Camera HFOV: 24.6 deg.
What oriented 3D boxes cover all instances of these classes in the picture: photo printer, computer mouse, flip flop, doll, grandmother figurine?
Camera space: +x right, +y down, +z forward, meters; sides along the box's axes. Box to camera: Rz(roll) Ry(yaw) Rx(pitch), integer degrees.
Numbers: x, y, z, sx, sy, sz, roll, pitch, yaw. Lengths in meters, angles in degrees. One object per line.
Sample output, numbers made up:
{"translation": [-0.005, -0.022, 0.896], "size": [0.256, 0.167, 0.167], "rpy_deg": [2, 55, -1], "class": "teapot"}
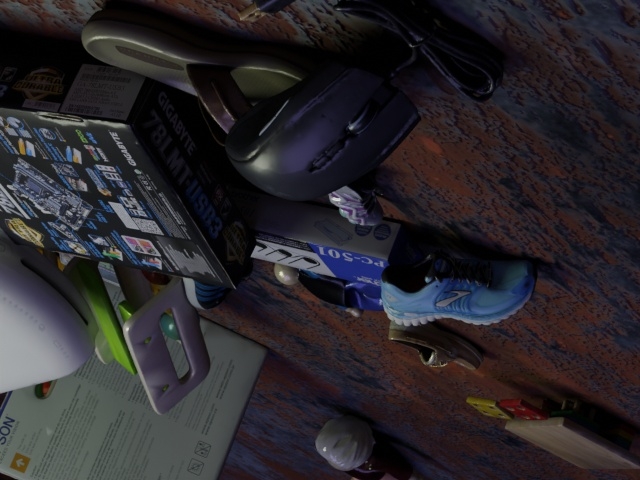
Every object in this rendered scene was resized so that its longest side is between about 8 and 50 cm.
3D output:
{"translation": [-0.437, 0.090, 1.749], "size": [0.307, 0.107, 0.256], "rpy_deg": [-15, 140, 22], "class": "photo printer"}
{"translation": [-0.008, -0.108, 1.121], "size": [0.184, 0.060, 0.262], "rpy_deg": [35, 138, -31], "class": "computer mouse"}
{"translation": [-0.083, -0.123, 1.252], "size": [0.277, 0.080, 0.112], "rpy_deg": [19, 162, 10], "class": "flip flop"}
{"translation": [0.031, 0.054, 1.676], "size": [0.189, 0.046, 0.129], "rpy_deg": [14, 159, 24], "class": "doll"}
{"translation": [0.075, 0.377, 2.465], "size": [0.208, 0.104, 0.342], "rpy_deg": [5, 160, 21], "class": "grandmother figurine"}

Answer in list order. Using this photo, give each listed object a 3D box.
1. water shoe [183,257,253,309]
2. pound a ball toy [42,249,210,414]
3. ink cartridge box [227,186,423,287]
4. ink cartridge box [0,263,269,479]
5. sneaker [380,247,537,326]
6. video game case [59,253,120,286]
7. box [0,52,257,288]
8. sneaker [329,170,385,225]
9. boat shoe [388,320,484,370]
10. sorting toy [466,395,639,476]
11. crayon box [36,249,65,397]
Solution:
{"translation": [-0.120, 0.040, 1.772], "size": [0.080, 0.073, 0.203], "rpy_deg": [11, 162, 10], "class": "water shoe"}
{"translation": [-0.249, 0.060, 1.885], "size": [0.208, 0.136, 0.319], "rpy_deg": [39, 159, 23], "class": "pound a ball toy"}
{"translation": [0.000, 0.000, 1.560], "size": [0.207, 0.046, 0.097], "rpy_deg": [13, 161, 26], "class": "ink cartridge box"}
{"translation": [-0.280, 0.237, 2.107], "size": [0.330, 0.324, 0.071], "rpy_deg": [26, 160, -12], "class": "ink cartridge box"}
{"translation": [0.134, 0.043, 1.458], "size": [0.162, 0.063, 0.073], "rpy_deg": [-9, 139, 15], "class": "sneaker"}
{"translation": [-0.268, 0.036, 2.010], "size": [0.190, 0.022, 0.173], "rpy_deg": [23, 162, -1], "class": "video game case"}
{"translation": [-0.245, -0.072, 1.482], "size": [0.293, 0.073, 0.295], "rpy_deg": [11, 152, 26], "class": "box"}
{"translation": [0.041, -0.044, 1.398], "size": [0.098, 0.038, 0.069], "rpy_deg": [35, 159, -35], "class": "sneaker"}
{"translation": [0.136, 0.129, 1.768], "size": [0.135, 0.045, 0.050], "rpy_deg": [29, 161, -20], "class": "boat shoe"}
{"translation": [0.320, 0.240, 1.870], "size": [0.274, 0.046, 0.132], "rpy_deg": [28, 161, -18], "class": "sorting toy"}
{"translation": [-0.484, 0.086, 2.113], "size": [0.318, 0.202, 0.081], "rpy_deg": [25, 166, -12], "class": "crayon box"}
